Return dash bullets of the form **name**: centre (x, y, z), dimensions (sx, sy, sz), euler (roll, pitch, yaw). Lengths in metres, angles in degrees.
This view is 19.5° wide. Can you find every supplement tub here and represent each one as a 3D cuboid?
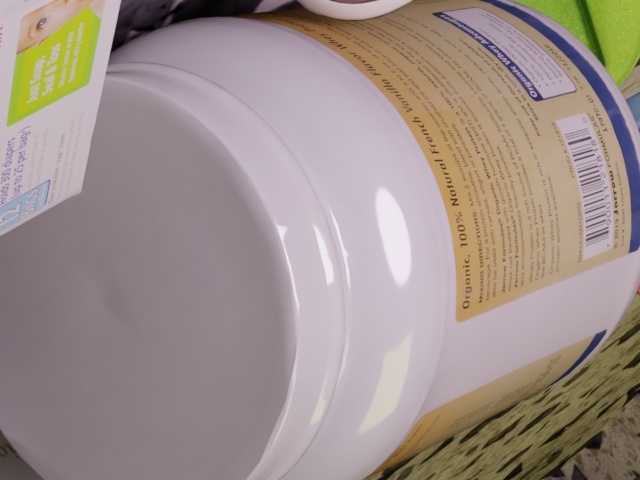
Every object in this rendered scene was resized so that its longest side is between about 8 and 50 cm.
- **supplement tub**: centre (0.000, 0.000, 0.906), dimensions (0.228, 0.228, 0.316), euler (-49, 162, 31)

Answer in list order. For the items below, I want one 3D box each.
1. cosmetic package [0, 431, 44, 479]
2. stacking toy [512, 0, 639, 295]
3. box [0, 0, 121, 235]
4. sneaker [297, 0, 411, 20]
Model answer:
- **cosmetic package**: centre (-0.176, 0.318, 0.964), dimensions (0.329, 0.394, 0.327), euler (-13, 133, -55)
- **stacking toy**: centre (0.161, -0.089, 1.155), dimensions (0.309, 0.130, 0.279), euler (-1, 122, -14)
- **box**: centre (-0.140, -0.076, 0.602), dimensions (0.114, 0.103, 0.203), euler (-31, 163, -26)
- **sneaker**: centre (0.066, -0.198, 0.736), dimensions (0.281, 0.106, 0.162), euler (-43, 161, 17)
